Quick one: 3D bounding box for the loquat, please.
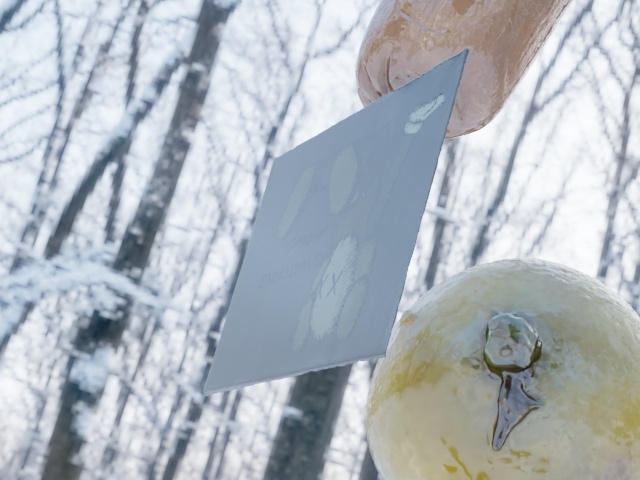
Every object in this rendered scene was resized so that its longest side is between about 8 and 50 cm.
[{"bbox_3d":[0.204,0.169,1.407,0.328,0.328,0.359,11,-25,19],"label":"loquat"}]

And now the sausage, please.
[{"bbox_3d":[0.136,-0.208,0.990,0.121,0.304,0.121,31,-14,8],"label":"sausage"}]

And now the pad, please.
[{"bbox_3d":[0.000,0.000,0.584,0.004,0.127,0.190,22,-19,-20],"label":"pad"}]
